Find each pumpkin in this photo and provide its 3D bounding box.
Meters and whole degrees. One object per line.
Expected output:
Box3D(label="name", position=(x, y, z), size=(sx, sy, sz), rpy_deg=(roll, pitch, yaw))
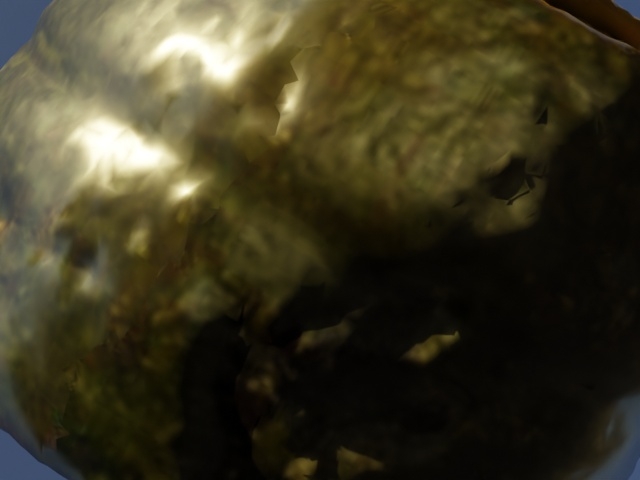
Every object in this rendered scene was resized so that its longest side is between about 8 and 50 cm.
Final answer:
Box3D(label="pumpkin", position=(0.000, 0.000, 0.518), size=(0.303, 0.256, 0.225), rpy_deg=(30, -89, 23))
